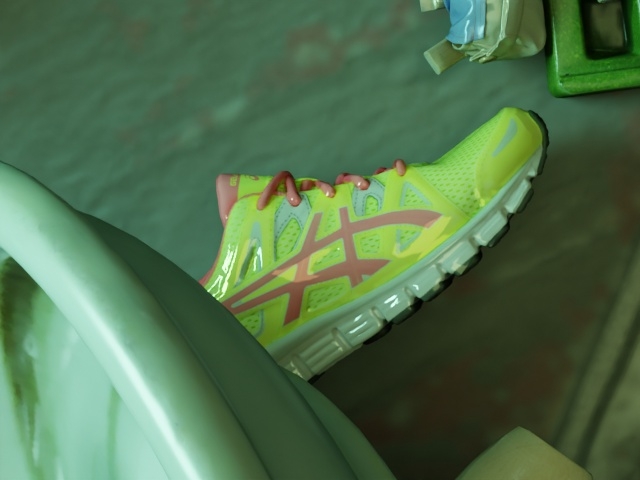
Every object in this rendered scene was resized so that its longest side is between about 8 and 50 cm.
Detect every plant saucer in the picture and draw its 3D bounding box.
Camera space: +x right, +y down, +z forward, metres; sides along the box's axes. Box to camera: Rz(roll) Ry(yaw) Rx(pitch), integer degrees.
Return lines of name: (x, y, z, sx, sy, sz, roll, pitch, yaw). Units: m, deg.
plant saucer: (-0.033, 0.155, 0.591, 0.100, 0.400, 0.401, -19, 91, -25)

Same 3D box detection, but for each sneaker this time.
sneaker: (0.000, 0.000, 0.721, 0.208, 0.081, 0.094, -36, 89, -1)

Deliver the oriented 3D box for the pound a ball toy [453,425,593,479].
pound a ball toy: (0.129, 0.216, 0.661, 0.136, 0.208, 0.319, -45, 92, -1)

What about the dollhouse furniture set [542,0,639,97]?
dollhouse furniture set: (0.240, -0.156, 0.667, 0.301, 0.197, 0.151, -8, 89, -1)

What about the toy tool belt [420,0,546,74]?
toy tool belt: (0.063, -0.114, 0.736, 0.051, 0.052, 0.083, -9, 90, -10)
